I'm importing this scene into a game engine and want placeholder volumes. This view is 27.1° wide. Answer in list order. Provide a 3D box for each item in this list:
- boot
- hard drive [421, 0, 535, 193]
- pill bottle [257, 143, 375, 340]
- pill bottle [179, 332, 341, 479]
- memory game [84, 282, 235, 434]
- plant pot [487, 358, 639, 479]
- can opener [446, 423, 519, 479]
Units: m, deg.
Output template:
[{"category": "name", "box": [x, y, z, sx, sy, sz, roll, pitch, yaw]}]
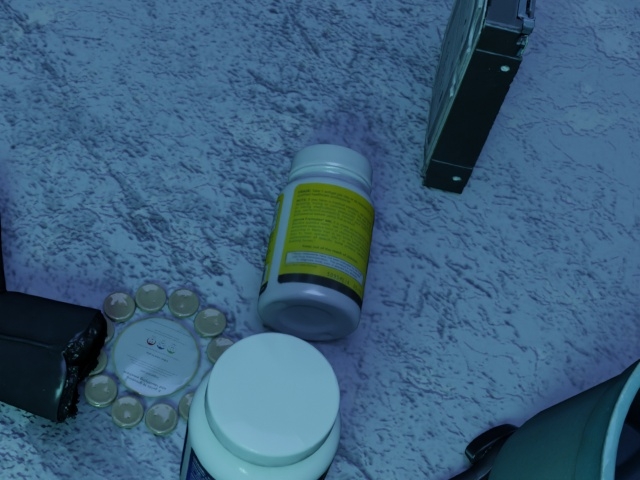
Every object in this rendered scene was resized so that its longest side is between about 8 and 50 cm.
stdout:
[{"category": "boot", "box": [-0.331, 0.067, 1.458, 0.207, 0.094, 0.246, 11, 67, 5]}, {"category": "hard drive", "box": [0.191, -0.239, 1.574, 0.064, 0.339, 0.237, 13, 62, -3]}, {"category": "pill bottle", "box": [0.000, 0.000, 1.540, 0.119, 0.119, 0.208, 11, 61, -3]}, {"category": "pill bottle", "box": [-0.061, 0.201, 1.339, 0.153, 0.265, 0.153, 4, 62, -7]}, {"category": "memory game", "box": [-0.184, 0.132, 1.501, 0.186, 0.012, 0.186, 4, 61, -7]}, {"category": "plant pot", "box": [0.341, 0.265, 1.301, 0.341, 0.334, 0.341, 5, 74, -18]}, {"category": "can opener", "box": [0.166, 0.272, 1.465, 0.186, 0.073, 0.059, -33, 110, -20]}]
